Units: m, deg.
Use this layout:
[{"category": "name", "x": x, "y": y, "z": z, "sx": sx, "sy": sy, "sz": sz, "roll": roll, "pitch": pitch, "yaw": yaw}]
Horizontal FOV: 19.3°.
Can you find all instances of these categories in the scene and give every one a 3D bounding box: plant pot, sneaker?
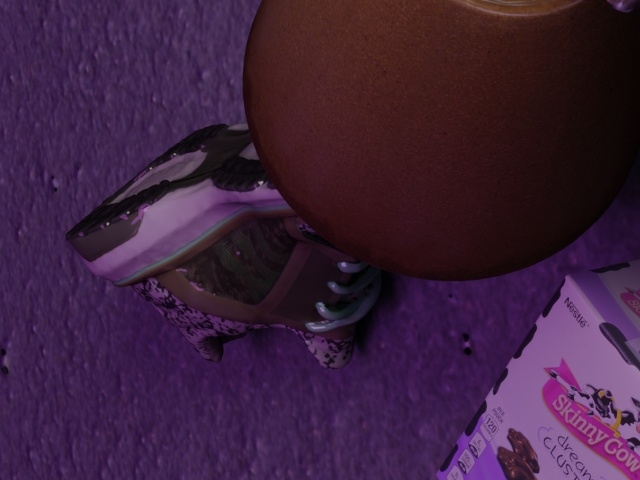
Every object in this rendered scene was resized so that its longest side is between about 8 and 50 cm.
[{"category": "plant pot", "x": 0.080, "y": -0.121, "z": 0.979, "sx": 0.254, "sy": 0.237, "sz": 0.237, "roll": 102, "pitch": 150, "yaw": -75}, {"category": "sneaker", "x": 0.000, "y": 0.000, "z": 1.319, "sx": 0.410, "sy": 0.158, "sz": 0.182, "roll": -12, "pitch": 119, "yaw": 52}]

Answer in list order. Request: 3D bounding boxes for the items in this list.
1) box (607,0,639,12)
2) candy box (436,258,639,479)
[{"category": "box", "x": 0.266, "y": -0.249, "z": 0.738, "sx": 0.381, "sy": 0.191, "sz": 0.143, "roll": -38, "pitch": 76, "yaw": 33}, {"category": "candy box", "x": 0.173, "y": 0.137, "z": 1.129, "sx": 0.165, "sy": 0.070, "sz": 0.196, "roll": 56, "pitch": 137, "yaw": 30}]
